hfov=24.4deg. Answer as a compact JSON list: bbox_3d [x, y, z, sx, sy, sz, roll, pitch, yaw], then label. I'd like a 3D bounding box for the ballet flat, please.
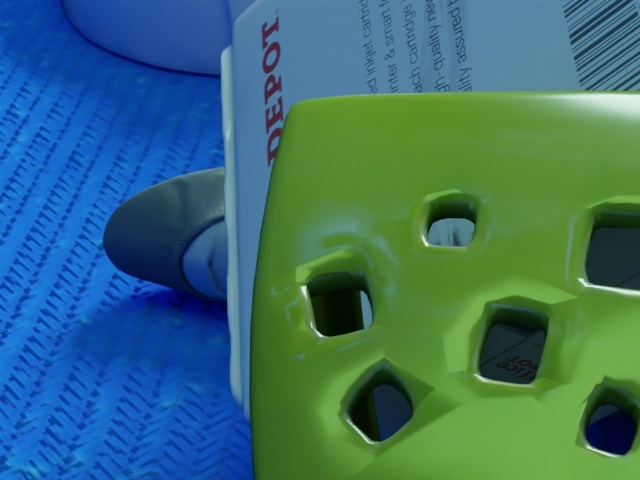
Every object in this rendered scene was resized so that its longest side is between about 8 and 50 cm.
[{"bbox_3d":[0.000,0.000,0.702,0.213,0.072,0.068,-7,38,1],"label":"ballet flat"}]

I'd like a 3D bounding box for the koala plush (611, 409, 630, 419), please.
[{"bbox_3d":[0.214,0.000,0.596,0.196,0.203,0.221,13,60,42],"label":"koala plush"}]

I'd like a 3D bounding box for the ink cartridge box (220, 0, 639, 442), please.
[{"bbox_3d":[0.095,-0.060,0.539,0.283,0.117,0.207,-36,44,38],"label":"ink cartridge box"}]

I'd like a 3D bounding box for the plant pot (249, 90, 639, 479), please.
[{"bbox_3d":[0.090,0.108,0.395,0.227,0.228,0.207,2,41,14],"label":"plant pot"}]

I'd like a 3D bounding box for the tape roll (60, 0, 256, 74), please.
[{"bbox_3d":[-0.004,-0.236,1.052,0.392,0.072,0.392,-5,33,4],"label":"tape roll"}]
